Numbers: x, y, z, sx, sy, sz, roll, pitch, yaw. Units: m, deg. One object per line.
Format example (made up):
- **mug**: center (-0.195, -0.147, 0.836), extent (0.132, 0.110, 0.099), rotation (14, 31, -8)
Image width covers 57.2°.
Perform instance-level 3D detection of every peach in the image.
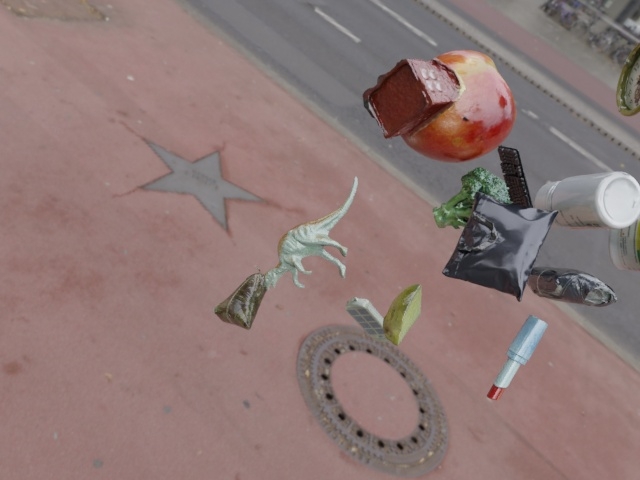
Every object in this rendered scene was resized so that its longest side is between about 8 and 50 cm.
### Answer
- **peach**: center (0.440, -0.429, 1.945), extent (0.388, 0.388, 0.388), rotation (23, 33, -16)

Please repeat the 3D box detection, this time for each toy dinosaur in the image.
- **toy dinosaur**: center (0.000, 0.000, 1.607), extent (0.205, 0.393, 0.092), rotation (28, 10, 10)

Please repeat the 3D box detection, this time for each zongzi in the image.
- **zongzi**: center (-0.181, 0.163, 1.620), extent (0.187, 0.184, 0.084), rotation (-48, 118, -23)

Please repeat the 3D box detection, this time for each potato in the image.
- **potato**: center (0.214, 0.191, 1.616), extent (0.081, 0.120, 0.149), rotation (18, 42, 29)

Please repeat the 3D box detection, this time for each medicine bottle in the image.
- **medicine bottle**: center (1.082, -0.010, 1.881), extent (0.238, 0.238, 0.232), rotation (-2, 4, -43)
- **medicine bottle**: center (0.673, -0.098, 1.499), extent (0.144, 0.144, 0.252), rotation (21, -5, -18)

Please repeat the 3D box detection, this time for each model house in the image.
- **model house**: center (0.285, -0.408, 1.692), extent (0.254, 0.196, 0.160), rotation (-14, 75, -43)

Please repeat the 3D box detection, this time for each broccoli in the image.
- **broccoli**: center (0.522, -0.106, 1.995), extent (0.270, 0.270, 0.270), rotation (-17, 90, -75)

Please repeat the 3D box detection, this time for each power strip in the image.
- **power strip**: center (0.155, 0.247, 1.766), extent (0.227, 0.080, 0.029), rotation (49, 45, -33)

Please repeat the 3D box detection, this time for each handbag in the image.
- **handbag**: center (0.440, 0.006, 1.456), extent (0.211, 0.254, 0.088), rotation (19, -16, 30)

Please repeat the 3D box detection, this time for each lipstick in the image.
- **lipstick**: center (0.570, 0.348, 1.720), extent (0.068, 0.274, 0.061), rotation (28, 3, -35)

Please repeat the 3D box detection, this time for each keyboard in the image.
- **keyboard**: center (0.500, -0.135, 1.494), extent (0.023, 0.231, 0.072), rotation (-31, 28, -12)

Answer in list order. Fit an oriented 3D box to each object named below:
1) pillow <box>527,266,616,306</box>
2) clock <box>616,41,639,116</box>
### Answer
- **pillow**: center (0.677, 0.125, 1.608), extent (0.161, 0.092, 0.335), rotation (11, -1, -1)
- **clock**: center (0.951, -0.476, 1.718), extent (0.057, 0.237, 0.237), rotation (10, 34, -1)
